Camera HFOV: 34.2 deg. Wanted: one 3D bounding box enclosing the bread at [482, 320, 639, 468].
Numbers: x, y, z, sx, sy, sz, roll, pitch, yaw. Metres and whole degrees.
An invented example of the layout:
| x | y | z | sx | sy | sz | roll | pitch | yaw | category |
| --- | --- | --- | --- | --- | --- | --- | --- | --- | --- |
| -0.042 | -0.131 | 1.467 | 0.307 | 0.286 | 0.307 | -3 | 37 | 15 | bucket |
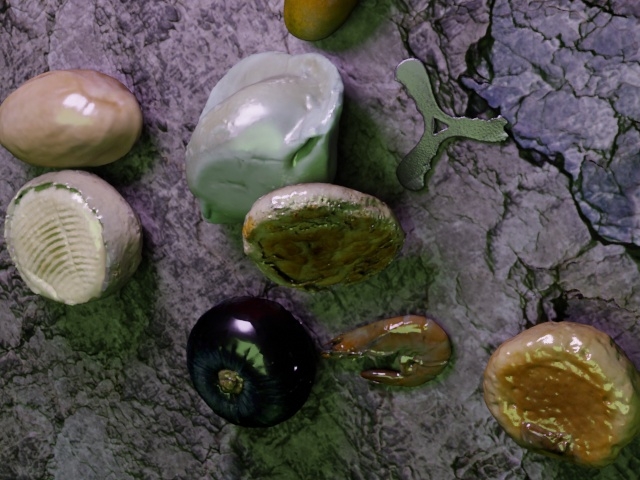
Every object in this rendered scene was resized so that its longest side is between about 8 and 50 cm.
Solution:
| x | y | z | sx | sy | sz | roll | pitch | yaw | category |
| --- | --- | --- | --- | --- | --- | --- | --- | --- | --- |
| 0.377 | 0.229 | 1.580 | 0.245 | 0.134 | 0.244 | 9 | 111 | 24 | bread |

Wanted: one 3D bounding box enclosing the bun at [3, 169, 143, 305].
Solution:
| x | y | z | sx | sy | sz | roll | pitch | yaw | category |
| --- | --- | --- | --- | --- | --- | --- | --- | --- | --- |
| -0.427 | -0.014 | 1.858 | 0.259 | 0.152 | 0.259 | 8 | 108 | 27 | bun |

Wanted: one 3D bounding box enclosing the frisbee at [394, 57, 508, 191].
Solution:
| x | y | z | sx | sy | sz | roll | pitch | yaw | category |
| --- | --- | --- | --- | --- | --- | --- | --- | --- | --- |
| 0.199 | -0.171 | 1.607 | 0.188 | 0.012 | 0.210 | 9 | 109 | 21 | frisbee |

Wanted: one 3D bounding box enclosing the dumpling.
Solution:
| x | y | z | sx | sy | sz | roll | pitch | yaw | category |
| --- | --- | --- | --- | --- | --- | --- | --- | --- | --- |
| -0.096 | -0.159 | 1.634 | 0.321 | 0.212 | 0.269 | -9 | 99 | 16 | dumpling |

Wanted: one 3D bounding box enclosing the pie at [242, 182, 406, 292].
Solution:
| x | y | z | sx | sy | sz | roll | pitch | yaw | category |
| --- | --- | --- | --- | --- | --- | --- | --- | --- | --- |
| 0.000 | 0.000 | 1.638 | 0.274 | 0.055 | 0.274 | 0 | 146 | 0 | pie |

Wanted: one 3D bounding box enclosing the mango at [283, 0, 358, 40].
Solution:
| x | y | z | sx | sy | sz | roll | pitch | yaw | category |
| --- | --- | --- | --- | --- | --- | --- | --- | --- | --- |
| 0.013 | -0.431 | 1.552 | 0.146 | 0.129 | 0.289 | 14 | 120 | 18 | mango |

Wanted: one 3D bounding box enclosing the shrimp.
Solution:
| x | y | z | sx | sy | sz | roll | pitch | yaw | category |
| --- | --- | --- | --- | --- | --- | --- | --- | --- | --- |
| 0.108 | 0.192 | 1.745 | 0.236 | 0.053 | 0.133 | -13 | 120 | 23 | shrimp |

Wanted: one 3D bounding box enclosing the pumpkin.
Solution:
| x | y | z | sx | sy | sz | roll | pitch | yaw | category |
| --- | --- | --- | --- | --- | --- | --- | --- | --- | --- |
| -0.117 | 0.208 | 1.779 | 0.233 | 0.163 | 0.233 | 8 | 110 | 24 | pumpkin |

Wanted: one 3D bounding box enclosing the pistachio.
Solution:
| x | y | z | sx | sy | sz | roll | pitch | yaw | category |
| --- | --- | --- | --- | --- | --- | --- | --- | --- | --- |
| -0.436 | -0.209 | 1.800 | 0.293 | 0.162 | 0.181 | -7 | 126 | 26 | pistachio |
